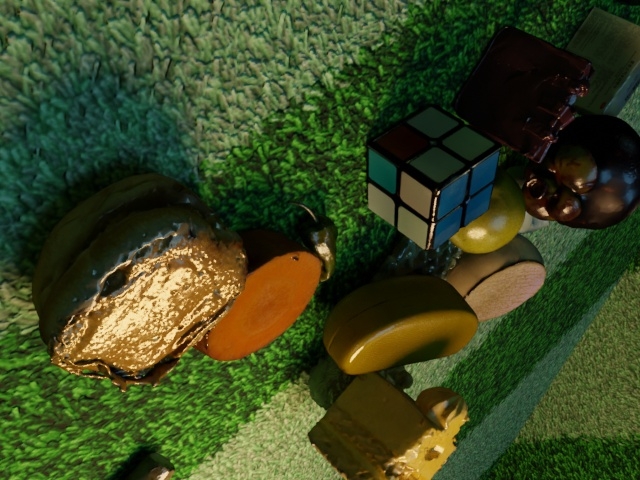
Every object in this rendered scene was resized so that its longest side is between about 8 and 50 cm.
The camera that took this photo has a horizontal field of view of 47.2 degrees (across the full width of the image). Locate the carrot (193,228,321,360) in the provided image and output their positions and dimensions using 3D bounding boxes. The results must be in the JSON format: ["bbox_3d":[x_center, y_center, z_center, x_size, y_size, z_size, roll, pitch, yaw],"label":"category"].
[{"bbox_3d":[-0.115,0.101,1.266,0.258,0.100,0.307,-53,150,9],"label":"carrot"}]

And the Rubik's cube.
[{"bbox_3d":[0.205,-0.119,1.364,0.183,0.180,0.167,-32,144,-25],"label":"Rubik's cube"}]

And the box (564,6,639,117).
[{"bbox_3d":[0.628,-0.384,1.634,0.212,0.168,0.095,-56,147,9],"label":"box"}]

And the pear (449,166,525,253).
[{"bbox_3d":[0.349,-0.067,1.585,0.198,0.198,0.198,-32,144,-28],"label":"pear"}]

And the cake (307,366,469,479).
[{"bbox_3d":[0.159,0.403,1.566,0.286,0.227,0.222,-48,148,-7],"label":"cake"}]

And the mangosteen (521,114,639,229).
[{"bbox_3d":[0.565,-0.148,1.597,0.287,0.287,0.233,17,77,-56],"label":"mangosteen"}]

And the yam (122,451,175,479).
[{"bbox_3d":[-0.416,0.553,1.364,0.371,0.083,0.083,-48,148,-7],"label":"yam"}]

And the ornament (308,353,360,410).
[{"bbox_3d":[0.069,0.341,1.718,0.285,0.120,0.130,29,78,-57],"label":"ornament"}]

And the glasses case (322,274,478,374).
[{"bbox_3d":[0.175,0.166,1.556,0.371,0.141,0.173,-4,134,-37],"label":"glasses case"}]

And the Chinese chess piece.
[{"bbox_3d":[0.436,0.098,1.861,0.270,0.112,0.270,-16,145,-12],"label":"Chinese chess piece"}]

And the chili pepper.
[{"bbox_3d":[0.000,0.002,1.326,0.073,0.072,0.204,-26,145,-14],"label":"chili pepper"}]

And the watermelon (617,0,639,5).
[{"bbox_3d":[0.702,-0.591,1.631,0.245,0.063,0.119,11,95,-50],"label":"watermelon"}]

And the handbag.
[{"bbox_3d":[0.389,-0.280,1.399,0.074,0.216,0.203,7,115,-56],"label":"handbag"}]

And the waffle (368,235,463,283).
[{"bbox_3d":[0.207,0.089,1.690,0.309,0.056,0.292,-56,145,10],"label":"waffle"}]

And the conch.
[{"bbox_3d":[0.503,-0.107,1.805,0.221,0.121,0.185,25,93,-54],"label":"conch"}]

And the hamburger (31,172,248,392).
[{"bbox_3d":[-0.247,0.057,0.994,0.318,0.158,0.318,-33,145,-27],"label":"hamburger"}]
